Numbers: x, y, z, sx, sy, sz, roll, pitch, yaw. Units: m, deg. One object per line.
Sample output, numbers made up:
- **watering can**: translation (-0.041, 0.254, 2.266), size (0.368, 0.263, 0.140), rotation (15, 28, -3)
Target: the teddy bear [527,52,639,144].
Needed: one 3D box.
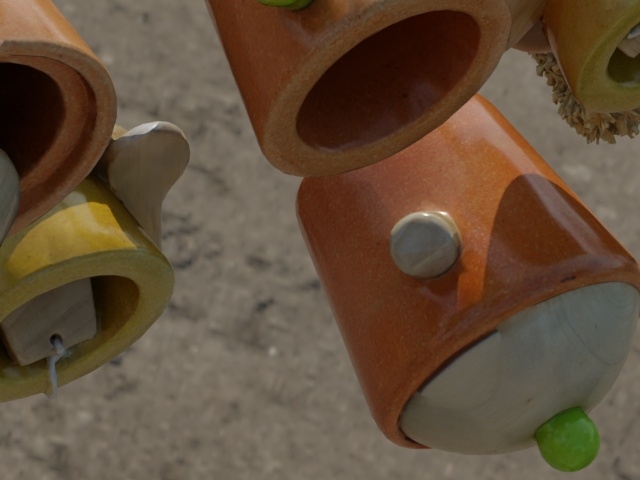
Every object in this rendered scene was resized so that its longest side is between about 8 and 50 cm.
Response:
- **teddy bear**: translation (0.133, -0.146, 0.827), size (0.338, 0.245, 0.113), rotation (37, 58, 5)

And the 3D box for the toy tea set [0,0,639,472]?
- **toy tea set**: translation (0.000, 0.000, 0.501), size (0.336, 0.200, 0.124), rotation (-10, 58, -38)
